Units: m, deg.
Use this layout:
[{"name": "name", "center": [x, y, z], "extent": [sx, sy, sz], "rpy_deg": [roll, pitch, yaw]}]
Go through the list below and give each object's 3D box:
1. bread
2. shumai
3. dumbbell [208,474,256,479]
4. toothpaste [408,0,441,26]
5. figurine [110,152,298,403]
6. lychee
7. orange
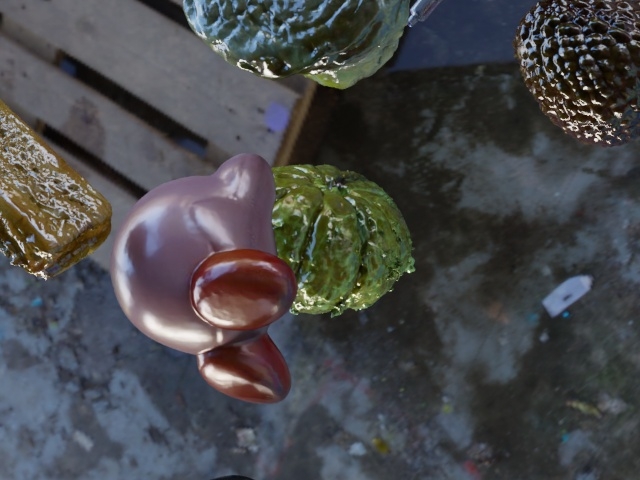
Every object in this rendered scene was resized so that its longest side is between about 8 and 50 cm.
[{"name": "bread", "center": [-0.372, -0.071, 1.340], "extent": [0.271, 0.139, 0.077], "rpy_deg": [40, 140, 13]}, {"name": "shumai", "center": [0.009, -0.340, 1.524], "extent": [0.309, 0.263, 0.304], "rpy_deg": [30, 97, 23]}, {"name": "dumbbell", "center": [-0.116, 0.376, 1.431], "extent": [0.153, 0.152, 0.218], "rpy_deg": [58, 166, 9]}, {"name": "toothpaste", "center": [0.190, -0.395, 1.758], "extent": [0.045, 0.028, 0.170], "rpy_deg": [40, 90, -23]}, {"name": "figurine", "center": [-0.150, 0.042, 1.405], "extent": [0.270, 0.211, 0.261], "rpy_deg": [96, 166, -51]}, {"name": "lychee", "center": [0.413, -0.258, 1.681], "extent": [0.271, 0.236, 0.236], "rpy_deg": [26, 116, -5]}, {"name": "orange", "center": [0.000, 0.000, 1.870], "extent": [0.300, 0.301, 0.223], "rpy_deg": [53, 136, 45]}]
